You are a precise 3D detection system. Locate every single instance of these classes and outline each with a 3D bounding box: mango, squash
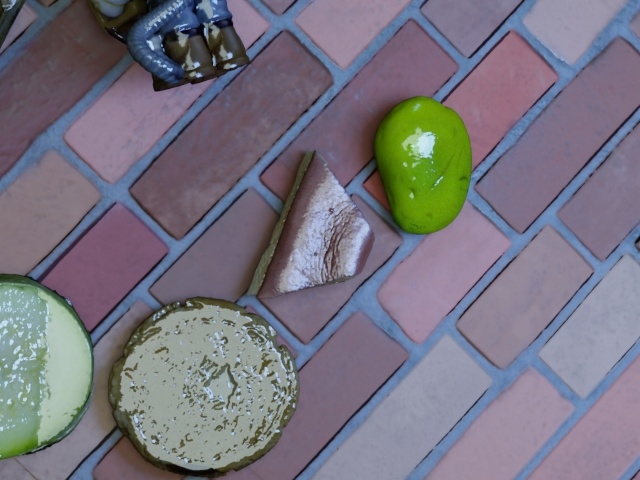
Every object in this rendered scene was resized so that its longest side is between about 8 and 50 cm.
[{"bbox_3d":[0.126,-0.093,1.944,0.117,0.089,0.163,-19,104,-18],"label":"mango"},{"bbox_3d":[-0.355,0.142,1.833,0.220,0.133,0.220,1,87,-16],"label":"squash"}]

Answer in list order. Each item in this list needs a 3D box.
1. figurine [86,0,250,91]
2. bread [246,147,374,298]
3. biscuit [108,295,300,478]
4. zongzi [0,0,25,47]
[{"bbox_3d":[-0.202,-0.361,1.840,0.186,0.261,0.382,-16,94,34],"label":"figurine"},{"bbox_3d":[0.000,0.000,1.923,0.119,0.067,0.192,25,83,-2],"label":"bread"},{"bbox_3d":[-0.137,0.173,1.908,0.226,0.042,0.225,0,88,-9],"label":"biscuit"},{"bbox_3d":[-0.371,-0.200,1.793,0.248,0.111,0.241,-26,123,18],"label":"zongzi"}]
